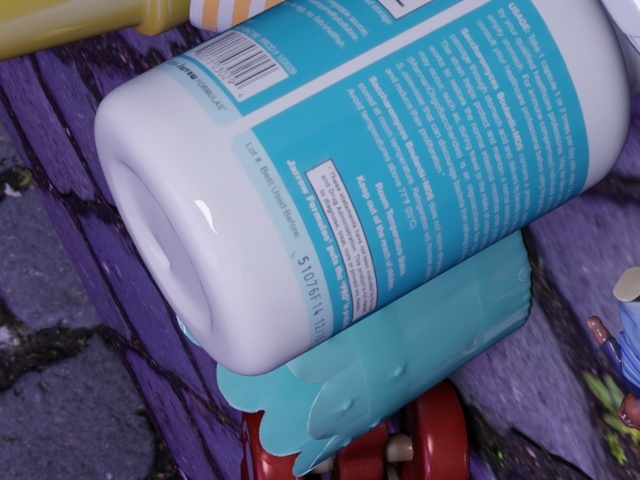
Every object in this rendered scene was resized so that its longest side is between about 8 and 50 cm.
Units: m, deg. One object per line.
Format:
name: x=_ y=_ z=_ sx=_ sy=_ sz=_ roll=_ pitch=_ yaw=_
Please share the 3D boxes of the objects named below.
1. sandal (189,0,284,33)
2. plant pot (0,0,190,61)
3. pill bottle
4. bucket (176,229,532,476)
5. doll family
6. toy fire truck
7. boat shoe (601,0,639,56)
sandal: x=-0.078 y=-0.175 z=1.150 sx=0.265 sy=0.076 sz=0.102 roll=24 pitch=163 yaw=10
plant pot: x=-0.217 y=-0.249 z=1.344 sx=0.254 sy=0.239 sz=0.254 roll=53 pitch=162 yaw=26
pill bottle: x=0.040 y=-0.058 z=0.825 sx=0.146 sy=0.264 sz=0.146 roll=54 pitch=163 yaw=25
bucket: x=0.000 y=0.000 z=1.207 sx=0.281 sy=0.183 sz=0.281 roll=53 pitch=162 yaw=26
doll family: x=0.213 y=0.090 z=0.916 sx=0.193 sy=0.076 sz=0.111 roll=55 pitch=168 yaw=38
toy fire truck: x=0.011 y=0.126 z=1.497 sx=0.302 sy=0.169 sz=0.253 roll=99 pitch=163 yaw=-65
boat shoe: x=0.178 y=-0.061 z=0.689 sx=0.302 sy=0.109 sz=0.094 roll=57 pitch=166 yaw=4
